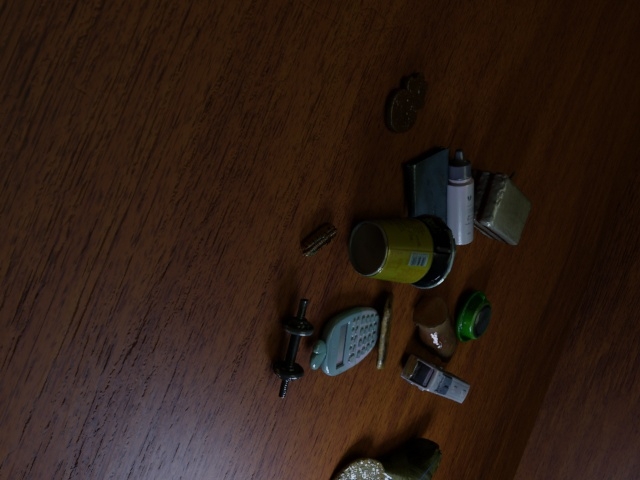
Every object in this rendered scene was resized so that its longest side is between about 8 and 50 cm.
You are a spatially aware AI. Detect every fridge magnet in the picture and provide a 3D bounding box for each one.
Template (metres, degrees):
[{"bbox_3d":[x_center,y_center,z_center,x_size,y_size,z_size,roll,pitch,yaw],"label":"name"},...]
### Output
[{"bbox_3d":[0.583,0.291,1.868,0.208,0.088,0.208,-19,118,-40],"label":"fridge magnet"}]

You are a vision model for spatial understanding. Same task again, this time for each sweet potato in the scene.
[{"bbox_3d":[0.410,0.340,1.686,0.131,0.131,0.337,-46,131,-24],"label":"sweet potato"}]

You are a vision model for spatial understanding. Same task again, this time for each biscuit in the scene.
[{"bbox_3d":[0.196,0.275,1.484,0.118,0.028,0.247,-46,142,-69],"label":"biscuit"},{"bbox_3d":[0.116,0.797,1.585,0.219,0.033,0.220,-8,108,-25],"label":"biscuit"},{"bbox_3d":[0.229,-0.363,1.300,0.175,0.026,0.124,-55,137,-15],"label":"biscuit"}]

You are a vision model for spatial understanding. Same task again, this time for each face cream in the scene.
[{"bbox_3d":[0.440,-0.140,1.557,0.092,0.092,0.312,-32,125,-34],"label":"face cream"}]

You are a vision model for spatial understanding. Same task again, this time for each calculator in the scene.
[{"bbox_3d":[0.072,0.279,1.374,0.295,0.042,0.184,-11,113,-46],"label":"calculator"}]

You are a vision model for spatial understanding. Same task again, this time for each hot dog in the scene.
[{"bbox_3d":[0.000,0.000,1.196,0.122,0.037,0.049,-41,127,-30],"label":"hot dog"}]

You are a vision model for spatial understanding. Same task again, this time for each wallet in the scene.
[{"bbox_3d":[0.330,-0.082,1.497,0.190,0.046,0.379,-30,124,-36],"label":"wallet"}]

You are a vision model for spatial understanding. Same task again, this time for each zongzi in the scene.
[{"bbox_3d":[0.291,0.782,1.743,0.286,0.138,0.300,-49,117,-30],"label":"zongzi"}]

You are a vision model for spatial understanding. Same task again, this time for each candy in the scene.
[{"bbox_3d":[0.622,-0.110,1.723,0.320,0.135,0.180,23,90,-47],"label":"candy"}]

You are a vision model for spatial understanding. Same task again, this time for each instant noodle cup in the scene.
[{"bbox_3d":[0.208,0.025,1.312,0.236,0.215,0.216,3,103,-39],"label":"instant noodle cup"}]

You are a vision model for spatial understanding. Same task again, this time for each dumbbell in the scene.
[{"bbox_3d":[-0.067,0.264,1.195,0.081,0.081,0.254,5,102,-47],"label":"dumbbell"}]

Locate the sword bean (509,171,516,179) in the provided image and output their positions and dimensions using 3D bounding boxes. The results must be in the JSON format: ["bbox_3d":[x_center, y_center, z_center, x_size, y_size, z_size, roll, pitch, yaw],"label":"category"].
[{"bbox_3d":[0.725,-0.236,1.870,0.083,0.012,0.012,-44,132,-28],"label":"sword bean"}]

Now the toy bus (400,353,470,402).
[{"bbox_3d":[0.408,0.493,1.729,0.342,0.138,0.097,35,82,-49],"label":"toy bus"}]
